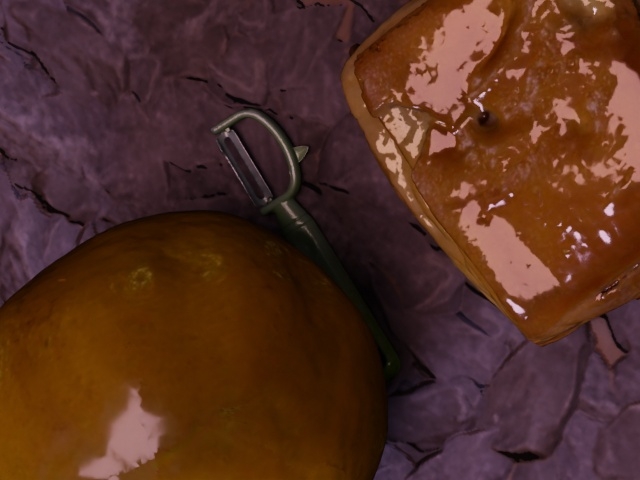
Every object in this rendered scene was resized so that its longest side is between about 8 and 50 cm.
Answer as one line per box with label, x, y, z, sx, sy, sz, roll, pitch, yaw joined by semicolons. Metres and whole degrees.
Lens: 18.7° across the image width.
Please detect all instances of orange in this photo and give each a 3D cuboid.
orange;-0.093;0.109;1.252;0.279;0.279;0.235;-37;56;25

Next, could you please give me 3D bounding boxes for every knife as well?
knife;0.000;0.000;1.322;0.054;0.015;0.212;-32;86;17

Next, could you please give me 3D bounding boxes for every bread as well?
bread;0.140;-0.066;1.201;0.210;0.099;0.235;-33;86;25
